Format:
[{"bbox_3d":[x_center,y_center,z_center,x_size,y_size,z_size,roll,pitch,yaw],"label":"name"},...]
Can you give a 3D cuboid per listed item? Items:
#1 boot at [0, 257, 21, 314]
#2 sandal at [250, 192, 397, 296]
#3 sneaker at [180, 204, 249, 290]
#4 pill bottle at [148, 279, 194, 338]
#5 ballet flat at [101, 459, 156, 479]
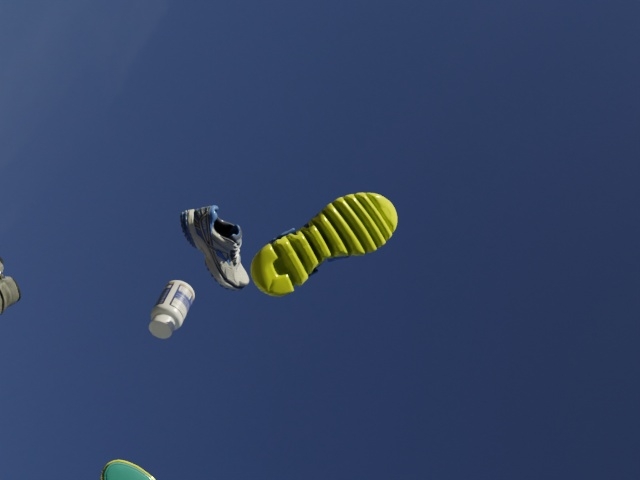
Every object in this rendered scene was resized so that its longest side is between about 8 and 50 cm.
[{"bbox_3d":[-0.559,0.047,1.279,0.083,0.246,0.161,-8,-142,19],"label":"boot"},{"bbox_3d":[0.000,0.000,1.658,0.126,0.317,0.138,67,-12,-4],"label":"sandal"},{"bbox_3d":[-0.121,0.010,1.084,0.058,0.135,0.052,-24,-145,14],"label":"sneaker"},{"bbox_3d":[-0.306,0.142,1.735,0.067,0.067,0.120,-30,-156,32],"label":"pill bottle"},{"bbox_3d":[-0.288,0.468,1.491,0.077,0.231,0.077,-56,-178,-21],"label":"ballet flat"}]
